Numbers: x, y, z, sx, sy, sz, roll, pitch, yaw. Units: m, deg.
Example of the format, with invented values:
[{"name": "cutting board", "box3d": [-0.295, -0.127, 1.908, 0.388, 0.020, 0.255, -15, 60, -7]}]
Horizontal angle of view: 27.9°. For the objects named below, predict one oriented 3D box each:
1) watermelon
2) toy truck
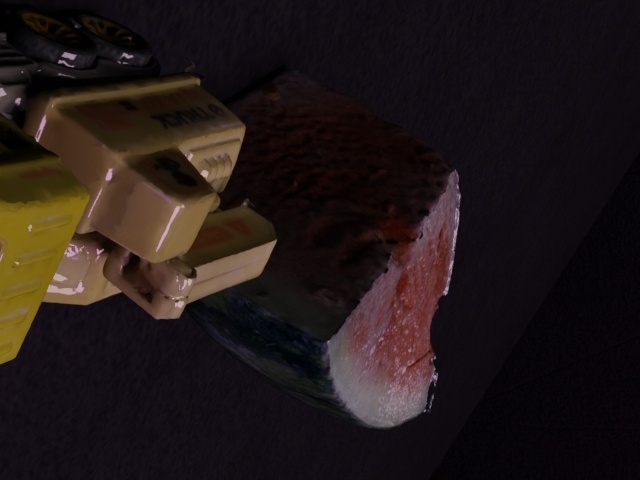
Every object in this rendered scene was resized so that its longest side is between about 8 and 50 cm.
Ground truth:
[{"name": "watermelon", "box3d": [0.000, 0.000, 0.867, 0.201, 0.213, 0.262, -55, 163, -2]}, {"name": "toy truck", "box3d": [-0.129, -0.019, 0.587, 0.124, 0.157, 0.272, -62, 162, 20]}]
